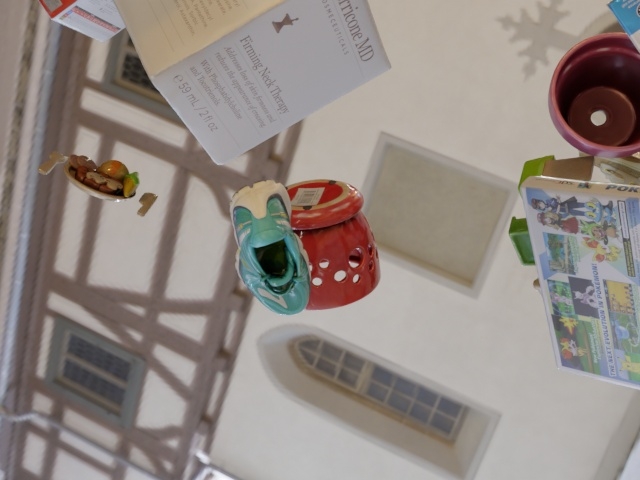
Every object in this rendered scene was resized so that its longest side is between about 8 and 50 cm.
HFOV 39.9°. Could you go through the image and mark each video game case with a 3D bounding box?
[{"bbox_3d":[0.431,0.073,1.174,0.036,0.300,0.328,-41,-55,-35],"label":"video game case"}]

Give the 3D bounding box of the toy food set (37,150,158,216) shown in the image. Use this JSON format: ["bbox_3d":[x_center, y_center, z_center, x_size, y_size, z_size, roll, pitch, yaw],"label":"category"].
[{"bbox_3d":[-0.363,-0.108,1.465,0.132,0.192,0.038,-92,27,-70],"label":"toy food set"}]

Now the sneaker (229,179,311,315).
[{"bbox_3d":[-0.068,0.036,1.240,0.275,0.107,0.110,74,178,-54],"label":"sneaker"}]

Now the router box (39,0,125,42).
[{"bbox_3d":[-0.443,-0.583,1.975,0.301,0.082,0.335,-34,1,6],"label":"router box"}]

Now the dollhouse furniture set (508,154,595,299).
[{"bbox_3d":[0.468,0.014,1.586,0.301,0.151,0.197,59,-141,-35],"label":"dollhouse furniture set"}]

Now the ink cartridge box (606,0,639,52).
[{"bbox_3d":[0.527,-0.276,1.164,0.171,0.232,0.168,-33,4,33],"label":"ink cartridge box"}]

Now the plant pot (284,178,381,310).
[{"bbox_3d":[0.000,0.000,1.473,0.191,0.191,0.174,-45,-45,-53],"label":"plant pot"}]

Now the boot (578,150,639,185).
[{"bbox_3d":[0.623,-0.087,1.806,0.095,0.262,0.203,-12,-66,-29],"label":"boot"}]

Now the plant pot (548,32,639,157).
[{"bbox_3d":[0.485,-0.226,1.491,0.201,0.201,0.180,-66,-13,-3],"label":"plant pot"}]

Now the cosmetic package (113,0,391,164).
[{"bbox_3d":[-0.137,-0.421,1.642,0.394,0.327,0.329,-29,-27,3],"label":"cosmetic package"}]
